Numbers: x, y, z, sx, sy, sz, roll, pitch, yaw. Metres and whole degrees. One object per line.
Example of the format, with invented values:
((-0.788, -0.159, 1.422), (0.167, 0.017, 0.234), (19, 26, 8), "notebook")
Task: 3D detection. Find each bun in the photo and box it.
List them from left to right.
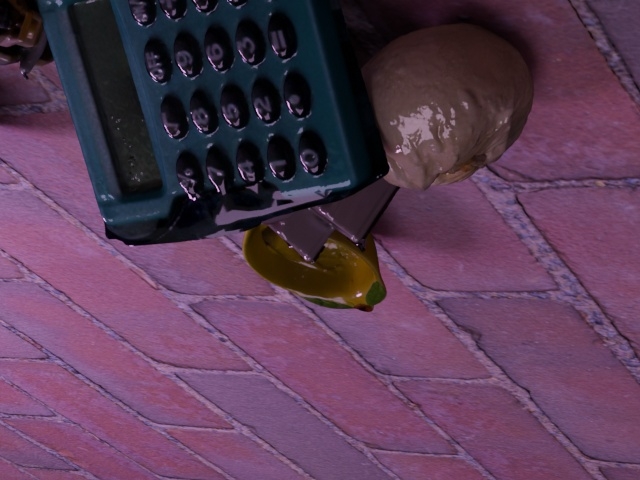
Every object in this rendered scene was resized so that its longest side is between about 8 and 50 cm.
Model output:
((0.105, -0.105, 1.324), (0.164, 0.111, 0.188), (-14, 158, -13), "bun")

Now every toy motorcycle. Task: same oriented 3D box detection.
((-0.284, -0.201, 1.381), (0.130, 0.094, 0.229), (21, -178, -15), "toy motorcycle")

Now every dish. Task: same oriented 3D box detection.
((0.000, 0.000, 1.696), (0.149, 0.080, 0.208), (-9, 145, 38), "dish")

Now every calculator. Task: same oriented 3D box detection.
((-0.097, -0.126, 1.284), (0.274, 0.058, 0.248), (-7, 108, 24), "calculator")

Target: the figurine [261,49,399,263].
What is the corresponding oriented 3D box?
((-0.065, -0.093, 1.448), (0.308, 0.143, 0.308), (-9, 140, -8), "figurine")
